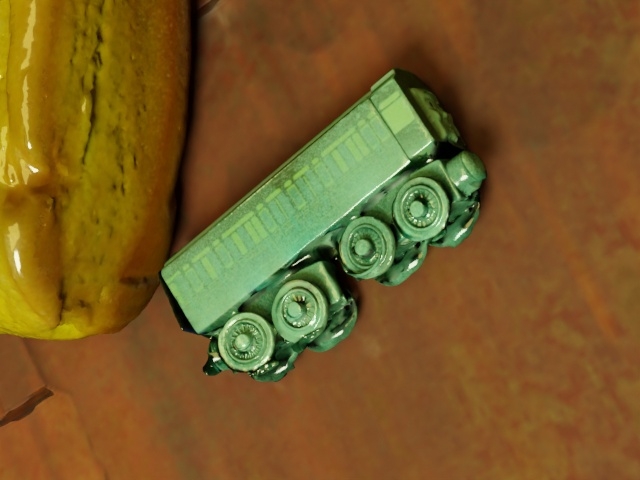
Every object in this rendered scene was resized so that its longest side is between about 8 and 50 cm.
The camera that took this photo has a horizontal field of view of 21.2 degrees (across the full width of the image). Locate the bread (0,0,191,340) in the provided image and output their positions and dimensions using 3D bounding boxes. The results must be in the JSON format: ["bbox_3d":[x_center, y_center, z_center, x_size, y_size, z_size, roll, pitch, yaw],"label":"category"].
[{"bbox_3d":[-0.112,-0.082,0.709,0.094,0.102,0.246,1,87,31],"label":"bread"}]

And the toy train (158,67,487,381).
[{"bbox_3d":[0.000,0.000,0.680,0.148,0.038,0.071,-39,68,22],"label":"toy train"}]
